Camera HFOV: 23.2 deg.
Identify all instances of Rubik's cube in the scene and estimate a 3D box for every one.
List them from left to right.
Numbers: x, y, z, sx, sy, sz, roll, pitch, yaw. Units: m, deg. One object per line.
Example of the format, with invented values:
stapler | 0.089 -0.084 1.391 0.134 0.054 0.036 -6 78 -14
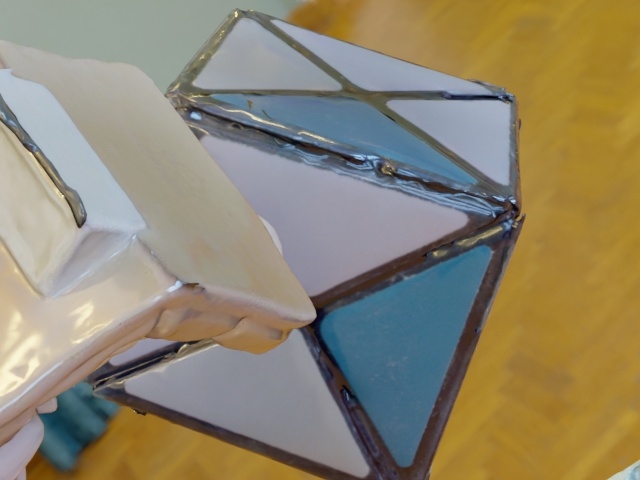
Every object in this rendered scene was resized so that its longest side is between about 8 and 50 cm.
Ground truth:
Rubik's cube | 0.000 0.000 1.363 0.307 0.310 0.305 -72 2 -69

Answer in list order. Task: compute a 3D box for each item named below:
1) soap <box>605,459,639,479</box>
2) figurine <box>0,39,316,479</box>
soap | 0.250 0.234 0.848 0.160 0.087 0.265 -37 64 17
figurine | -0.126 0.052 0.450 0.237 0.162 0.141 -44 -17 7
